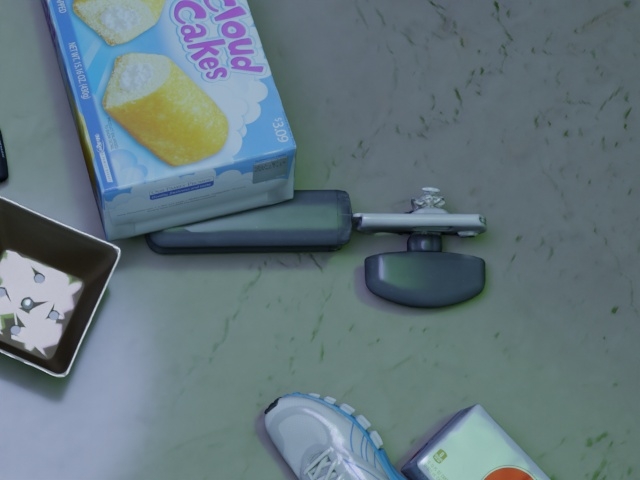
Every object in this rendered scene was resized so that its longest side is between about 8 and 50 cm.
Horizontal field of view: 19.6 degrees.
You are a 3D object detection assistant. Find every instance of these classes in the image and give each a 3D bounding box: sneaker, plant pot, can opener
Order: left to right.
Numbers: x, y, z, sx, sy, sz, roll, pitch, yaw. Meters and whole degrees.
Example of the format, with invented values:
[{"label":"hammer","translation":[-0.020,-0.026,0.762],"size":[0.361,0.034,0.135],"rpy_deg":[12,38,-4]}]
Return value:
[{"label":"plant pot","translation":[-0.226,0.042,1.422],"size":[0.109,0.096,0.109],"rpy_deg":[24,76,-5]},{"label":"can opener","translation":[0.000,0.000,1.477],"size":[0.280,0.074,0.093],"rpy_deg":[4,80,-8]},{"label":"sneaker","translation":[0.025,0.197,1.429],"size":[0.191,0.083,0.071],"rpy_deg":[44,118,3]}]

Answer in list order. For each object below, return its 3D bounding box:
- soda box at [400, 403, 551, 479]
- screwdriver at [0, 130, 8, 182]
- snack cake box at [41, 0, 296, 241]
[{"label":"soda box","translation":[0.166,0.232,1.462],"size":[0.074,0.069,0.216],"rpy_deg":[-43,89,-14]},{"label":"screwdriver","translation":[-0.276,-0.126,1.489],"size":[0.025,0.024,0.170],"rpy_deg":[0,70,-39]},{"label":"snack cake box","translation":[-0.126,-0.145,1.442],"size":[0.152,0.089,0.264],"rpy_deg":[-14,65,-10]}]
